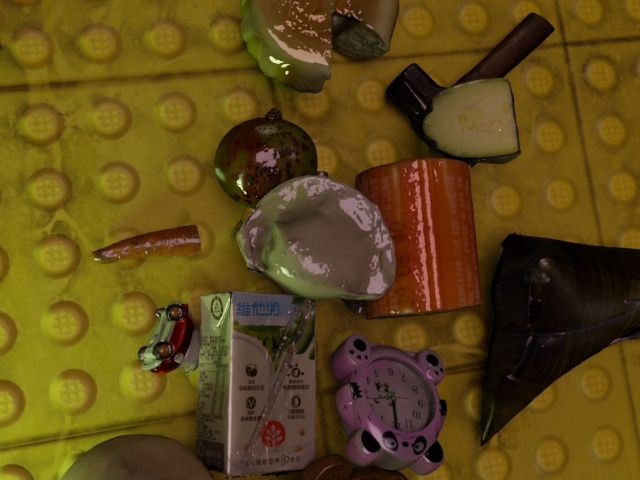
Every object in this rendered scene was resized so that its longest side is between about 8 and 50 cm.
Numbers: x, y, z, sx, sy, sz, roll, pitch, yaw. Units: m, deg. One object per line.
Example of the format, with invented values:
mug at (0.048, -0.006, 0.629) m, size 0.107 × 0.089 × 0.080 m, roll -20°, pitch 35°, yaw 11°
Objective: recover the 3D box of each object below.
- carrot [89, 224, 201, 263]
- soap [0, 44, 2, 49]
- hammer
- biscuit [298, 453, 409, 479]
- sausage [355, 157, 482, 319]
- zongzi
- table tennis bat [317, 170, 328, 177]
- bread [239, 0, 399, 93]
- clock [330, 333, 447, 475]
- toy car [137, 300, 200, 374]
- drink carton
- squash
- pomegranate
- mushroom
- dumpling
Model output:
carrot at (-0.334, 0.014, 1.618) m, size 0.210 × 0.061 × 0.061 m, roll -9°, pitch 84°, yaw -9°
soap at (-0.804, -0.380, 1.435) m, size 0.435 × 0.350 × 0.212 m, roll -23°, pitch 95°, yaw -13°
hammer at (0.350, -0.355, 1.797) m, size 0.409 × 0.095 × 0.242 m, roll -44°, pitch 92°, yaw -16°
biscuit at (0.014, 0.538, 1.565) m, size 0.368 × 0.063 × 0.314 m, roll -11°, pitch 106°, yaw -20°
sausage at (0.187, 0.004, 1.642) m, size 0.233 × 0.233 × 0.287 m, roll -2°, pitch 81°, yaw -12°
zongzi at (0.514, 0.212, 1.727) m, size 0.404 × 0.208 × 0.432 m, roll 4°, pitch 102°, yaw -23°
table tennis bat at (-0.003, -0.023, 1.711) m, size 0.131 × 0.022 × 0.234 m, roll 5°, pitch 84°, yaw -10°
bread at (-0.008, -0.455, 1.696) m, size 0.333 × 0.160 × 0.332 m, roll 2°, pitch 81°, yaw -13°
clock at (0.132, 0.310, 1.602) m, size 0.228 × 0.090 × 0.247 m, roll 14°, pitch 50°, yaw -21°
toy car at (-0.263, 0.191, 1.588) m, size 0.112 × 0.112 × 0.139 m, roll 27°, pitch 68°, yaw -22°
drink carton at (-0.118, 0.260, 1.561) m, size 0.194 × 0.132 × 0.324 m, roll 6°, pitch 81°, yaw -37°
squash at (0.295, -0.218, 1.681) m, size 0.184 × 0.085 × 0.191 m, roll -5°, pitch 62°, yaw 11°
pomegranate at (-0.119, -0.124, 1.628) m, size 0.198 × 0.198 × 0.246 m, roll 37°, pitch 112°, yaw -5°
mushroom at (-0.291, 0.510, 1.454) m, size 0.362 × 0.295 × 0.362 m, roll -3°, pitch 84°, yaw 28°
dumpling at (-0.003, 0.012, 1.552) m, size 0.293 × 0.163 × 0.204 m, roll 15°, pitch 62°, yaw 2°
